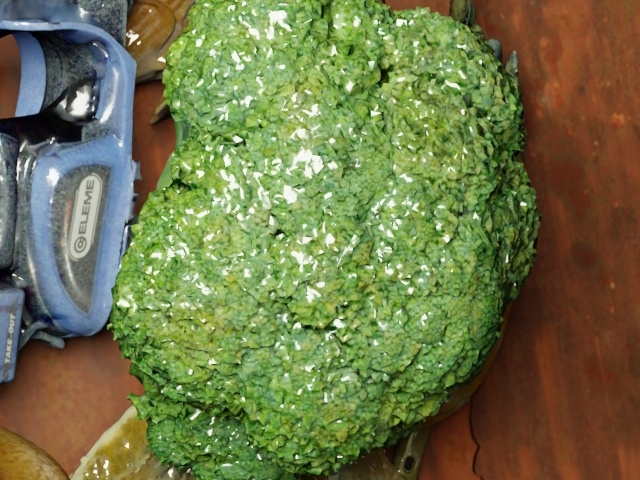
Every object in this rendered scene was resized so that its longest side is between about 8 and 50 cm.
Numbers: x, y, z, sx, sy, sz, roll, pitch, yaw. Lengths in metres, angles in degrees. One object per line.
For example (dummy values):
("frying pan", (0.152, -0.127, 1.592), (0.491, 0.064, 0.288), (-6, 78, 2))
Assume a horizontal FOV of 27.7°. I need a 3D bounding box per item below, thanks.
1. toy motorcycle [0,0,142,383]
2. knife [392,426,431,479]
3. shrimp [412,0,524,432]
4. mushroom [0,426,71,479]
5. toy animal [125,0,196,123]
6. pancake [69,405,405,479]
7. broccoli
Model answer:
("toy motorcycle", (-0.218, -0.076, 0.947), (0.212, 0.125, 0.358), (-5, 105, -59))
("knife", (0.108, 0.079, 1.202), (0.047, 0.017, 0.298), (22, 74, -14))
("shrimp", (0.060, -0.050, 1.156), (0.272, 0.085, 0.445), (19, 74, -11))
("mushroom", (-0.258, 0.272, 0.884), (0.278, 0.163, 0.297), (-3, 85, 2))
("toy animal", (-0.158, -0.194, 1.085), (0.188, 0.089, 0.179), (-41, 90, -12))
("pancake", (-0.062, 0.278, 1.069), (0.356, 0.065, 0.356), (4, 82, -25))
("broccoli", (0.007, -0.003, 0.952), (0.321, 0.310, 0.413), (-6, 115, -4))
